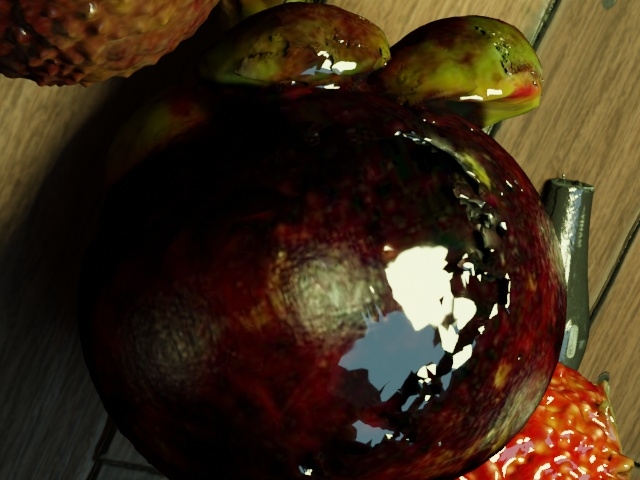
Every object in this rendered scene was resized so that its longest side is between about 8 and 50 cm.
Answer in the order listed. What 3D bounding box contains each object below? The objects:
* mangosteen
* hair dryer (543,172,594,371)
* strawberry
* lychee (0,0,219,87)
[{"bbox_3d":[0.013,0.016,1.447,0.381,0.381,0.421,39,57,-44],"label":"mangosteen"},{"bbox_3d":[0.155,0.048,1.774,0.271,0.091,0.236,2,102,-35],"label":"hair dryer"},{"bbox_3d":[0.117,0.229,1.695,0.292,0.343,0.292,7,90,-81],"label":"strawberry"},{"bbox_3d":[-0.174,-0.227,1.248,0.260,0.260,0.261,-19,124,-30],"label":"lychee"}]
